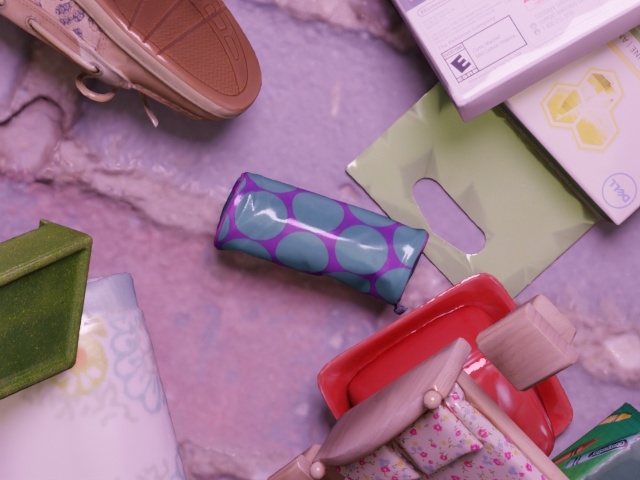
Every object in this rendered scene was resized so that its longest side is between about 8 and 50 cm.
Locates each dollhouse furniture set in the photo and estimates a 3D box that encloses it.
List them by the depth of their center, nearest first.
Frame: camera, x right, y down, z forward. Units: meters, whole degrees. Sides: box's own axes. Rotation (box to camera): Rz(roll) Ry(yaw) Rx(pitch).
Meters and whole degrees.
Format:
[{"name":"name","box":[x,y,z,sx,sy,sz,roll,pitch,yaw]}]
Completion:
[{"name":"dollhouse furniture set","box":[0.101,0.259,0.877,0.303,0.174,0.355,45,133,-4]},{"name":"dollhouse furniture set","box":[-0.292,0.126,0.897,0.198,0.151,0.301,16,106,17]}]

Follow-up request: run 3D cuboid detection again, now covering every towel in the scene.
[{"name":"towel","box":[-0.279,0.217,0.972,0.374,0.090,0.320,-14,91,-4]}]

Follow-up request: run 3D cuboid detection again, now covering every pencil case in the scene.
[{"name":"pencil case","box":[0.000,0.000,0.995,0.152,0.070,0.064,19,61,-4]}]

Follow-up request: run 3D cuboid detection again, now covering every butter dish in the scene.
[{"name":"butter dish","box":[0.104,0.134,0.977,0.160,0.118,0.160,-31,113,1]}]

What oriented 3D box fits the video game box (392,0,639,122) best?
[{"name":"video game box","box":[0.142,-0.212,0.952,0.205,0.048,0.187,-29,74,3]}]

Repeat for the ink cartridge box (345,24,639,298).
[{"name":"ink cartridge box","box":[0.161,-0.074,1.003,0.235,0.056,0.171,-43,97,0]}]

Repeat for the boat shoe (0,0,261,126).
[{"name":"boat shoe","box":[-0.169,-0.174,0.961,0.285,0.104,0.089,39,130,-2]}]

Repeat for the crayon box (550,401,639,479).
[{"name":"crayon box","box":[0.257,0.285,1.031,0.165,0.081,0.278,-37,97,1]}]
